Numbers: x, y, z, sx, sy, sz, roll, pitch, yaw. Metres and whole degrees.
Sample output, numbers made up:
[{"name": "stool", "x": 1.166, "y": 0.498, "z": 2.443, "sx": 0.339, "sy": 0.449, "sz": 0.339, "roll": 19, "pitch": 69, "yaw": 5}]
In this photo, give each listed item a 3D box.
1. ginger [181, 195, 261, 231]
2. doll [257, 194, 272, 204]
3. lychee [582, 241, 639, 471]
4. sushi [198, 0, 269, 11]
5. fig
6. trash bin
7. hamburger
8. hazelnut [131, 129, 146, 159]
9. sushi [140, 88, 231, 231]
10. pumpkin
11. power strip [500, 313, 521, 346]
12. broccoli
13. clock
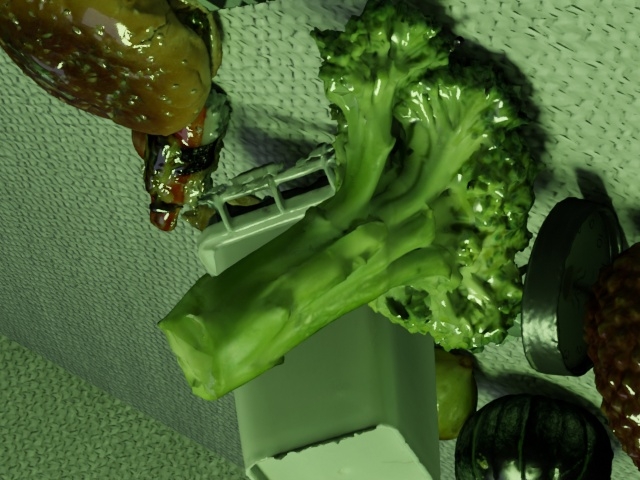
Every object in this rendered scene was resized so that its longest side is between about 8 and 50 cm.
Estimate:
[{"name": "ginger", "x": -0.076, "y": 0.002, "z": 2.138, "sx": 0.214, "sy": 0.059, "sz": 0.133, "roll": 35, "pitch": 152, "yaw": -15}, {"name": "doll", "x": -0.002, "y": 0.004, "z": 2.000, "sx": 0.120, "sy": 0.075, "sz": 0.180, "roll": 12, "pitch": 154, "yaw": 32}, {"name": "lychee", "x": 0.375, "y": 0.118, "z": 1.520, "sx": 0.271, "sy": 0.236, "sz": 0.236, "roll": 59, "pitch": 161, "yaw": 6}, {"name": "sushi", "x": -0.105, "y": -0.326, "z": 1.381, "sx": 0.294, "sy": 0.059, "sz": 0.292, "roll": 42, "pitch": 158, "yaw": -27}, {"name": "fig", "x": 0.160, "y": 0.217, "z": 2.210, "sx": 0.136, "sy": 0.120, "sz": 0.153, "roll": 40, "pitch": 166, "yaw": -12}, {"name": "trash bin", "x": 0.005, "y": 0.114, "z": 1.779, "sx": 0.256, "sy": 0.367, "sz": 0.296, "roll": -17, "pitch": 138, "yaw": 14}, {"name": "hamburger", "x": -0.233, "y": -0.233, "z": 1.685, "sx": 0.286, "sy": 0.146, "sz": 0.243, "roll": 39, "pitch": 152, "yaw": -17}, {"name": "hazelnut", "x": -0.195, "y": -0.134, "z": 1.959, "sx": 0.086, "sy": 0.086, "sz": 0.086, "roll": 27, "pitch": 160, "yaw": 11}, {"name": "sushi", "x": -0.162, "y": -0.112, "z": 1.876, "sx": 0.103, "sy": 0.097, "sz": 0.226, "roll": 6, "pitch": 124, "yaw": -18}, {"name": "pumpkin", "x": 0.290, "y": 0.301, "z": 2.138, "sx": 0.221, "sy": 0.161, "sz": 0.220, "roll": 10, "pitch": 157, "yaw": 4}, {"name": "power strip", "x": 0.238, "y": 0.110, "z": 1.975, "sx": 0.055, "sy": 0.035, "sz": 0.083, "roll": 31, "pitch": 158, "yaw": 0}, {"name": "broccoli", "x": 0.047, "y": 0.017, "z": 1.510, "sx": 0.353, "sy": 0.397, "sz": 0.275, "roll": 31, "pitch": 163, "yaw": -24}, {"name": "clock", "x": 0.256, "y": 0.048, "z": 1.582, "sx": 0.040, "sy": 0.184, "sz": 0.184, "roll": 10, "pitch": 153, "yaw": 31}]
